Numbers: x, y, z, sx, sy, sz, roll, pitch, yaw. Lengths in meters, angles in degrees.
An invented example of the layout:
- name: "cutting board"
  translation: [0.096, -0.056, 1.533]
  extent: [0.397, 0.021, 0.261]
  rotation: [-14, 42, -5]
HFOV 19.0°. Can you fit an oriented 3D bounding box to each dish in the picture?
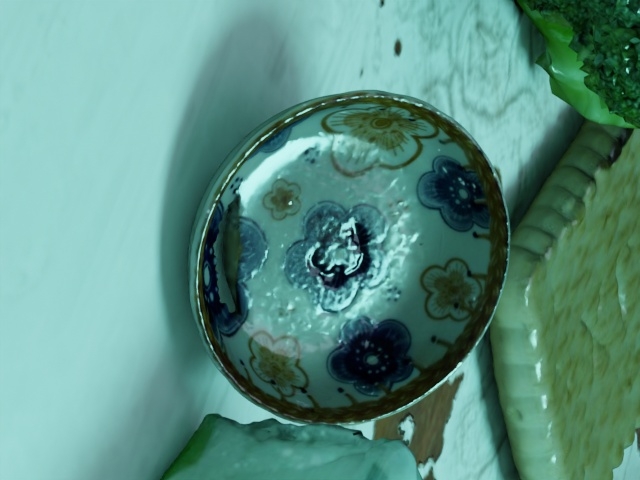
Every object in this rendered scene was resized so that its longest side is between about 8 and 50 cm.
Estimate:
- name: "dish"
  translation: [0.000, 0.000, 0.804]
  extent: [0.141, 0.078, 0.141]
  rotation: [-6, 106, -22]

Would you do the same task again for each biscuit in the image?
- name: "biscuit"
  translation: [0.181, 0.009, 1.159]
  extent: [0.325, 0.044, 0.217]
  rotation: [-53, 141, -41]

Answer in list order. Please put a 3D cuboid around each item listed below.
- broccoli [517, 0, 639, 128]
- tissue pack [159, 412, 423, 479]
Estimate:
- name: "broccoli"
  translation: [0.201, -0.158, 0.953]
  extent: [0.308, 0.307, 0.275]
  rotation: [-55, 168, -38]
- name: "tissue pack"
  translation: [-0.007, 0.257, 0.783]
  extent: [0.228, 0.128, 0.311]
  rotation: [-56, 138, -38]
